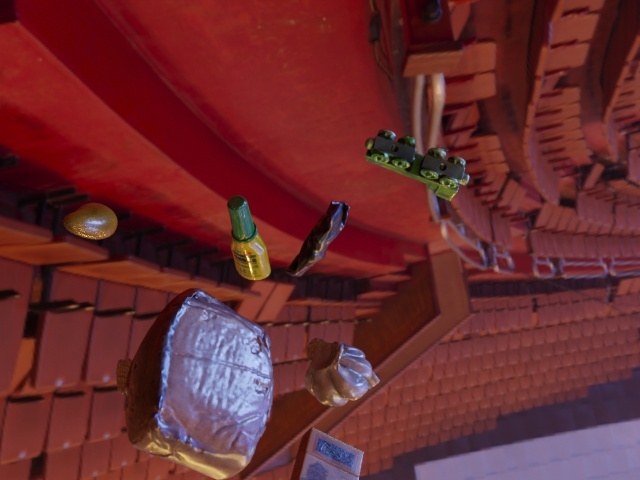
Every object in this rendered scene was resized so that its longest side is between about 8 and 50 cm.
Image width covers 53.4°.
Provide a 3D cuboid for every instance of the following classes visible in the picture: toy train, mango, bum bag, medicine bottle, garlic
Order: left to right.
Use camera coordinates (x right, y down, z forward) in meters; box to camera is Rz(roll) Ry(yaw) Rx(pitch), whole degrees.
[{"bbox_3d":[-0.570,-0.048,1.591,0.102,0.085,0.184,32,-175,2],"label":"mango"},{"bbox_3d":[-0.210,-0.005,1.799,0.111,0.076,0.309,9,139,15],"label":"medicine bottle"},{"bbox_3d":[0.000,0.000,1.828,0.326,0.079,0.142,-55,177,41],"label":"bum bag"},{"bbox_3d":[0.049,0.277,1.285,0.131,0.127,0.194,-9,153,30],"label":"garlic"},{"bbox_3d":[0.219,-0.175,1.478,0.251,0.085,0.119,22,163,2],"label":"toy train"}]

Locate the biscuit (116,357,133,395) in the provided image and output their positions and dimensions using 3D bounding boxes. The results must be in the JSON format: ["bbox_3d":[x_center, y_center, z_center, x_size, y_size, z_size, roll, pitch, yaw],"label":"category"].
[{"bbox_3d":[-0.407,0.343,1.559,0.054,0.094,0.378,6,171,-40],"label":"biscuit"}]

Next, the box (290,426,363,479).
[{"bbox_3d":[0.005,0.670,1.726,0.174,0.274,0.076,30,133,-10],"label":"box"}]

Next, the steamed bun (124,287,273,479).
[{"bbox_3d":[-0.231,0.265,1.165,0.251,0.301,0.199,29,137,-26],"label":"steamed bun"}]
